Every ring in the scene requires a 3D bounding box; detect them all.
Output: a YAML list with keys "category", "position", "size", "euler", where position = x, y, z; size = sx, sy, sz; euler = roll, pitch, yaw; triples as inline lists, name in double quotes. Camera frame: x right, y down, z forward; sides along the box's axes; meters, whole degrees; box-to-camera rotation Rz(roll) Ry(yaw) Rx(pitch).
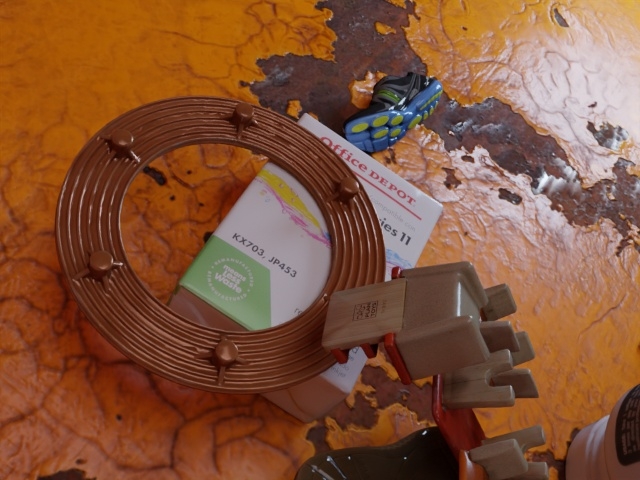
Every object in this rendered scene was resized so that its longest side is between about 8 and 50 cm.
- category: "ring"
  position: [-0.086, -0.014, 0.772]
  size: [0.336, 0.032, 0.336]
  euler: [10, 57, -16]

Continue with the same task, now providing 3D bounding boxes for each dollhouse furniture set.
- category: "dollhouse furniture set"
  position: [0.119, 0.146, 0.744]
  size: [0.259, 0.135, 0.262]
  euler: [61, 26, -32]

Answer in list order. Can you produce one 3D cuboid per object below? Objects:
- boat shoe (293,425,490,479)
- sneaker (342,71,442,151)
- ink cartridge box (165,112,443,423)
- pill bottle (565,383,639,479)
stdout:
- category: "boat shoe"
  position: [0.089, 0.263, 0.814]
  size: [0.285, 0.089, 0.104]
  euler: [5, 45, -27]
- category: "sneaker"
  position: [0.093, -0.184, 1.091]
  size: [0.078, 0.067, 0.188]
  euler: [35, 52, 24]
- category: "ink cartridge box"
  position: [0.000, 0.000, 0.893]
  size: [0.207, 0.119, 0.353]
  euler: [33, 53, -3]
- category: "pill bottle"
  position: [0.439, 0.223, 0.820]
  size: [0.210, 0.363, 0.210]
  euler: [11, 58, -19]
